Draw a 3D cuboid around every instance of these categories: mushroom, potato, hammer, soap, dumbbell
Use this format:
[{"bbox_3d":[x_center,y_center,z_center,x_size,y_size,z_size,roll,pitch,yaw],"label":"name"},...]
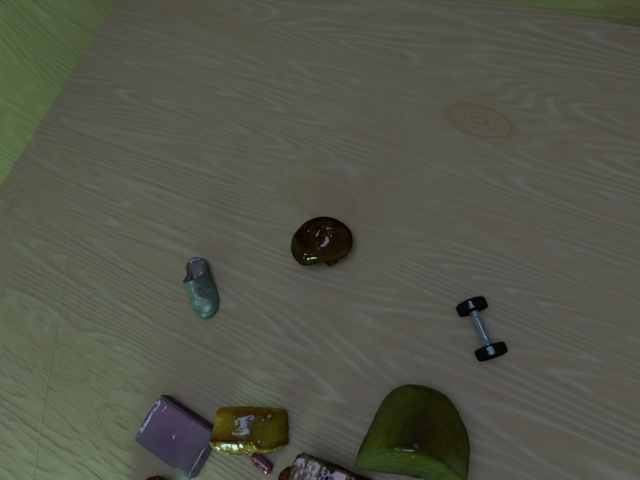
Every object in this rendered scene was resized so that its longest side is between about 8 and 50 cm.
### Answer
[{"bbox_3d":[-0.004,-0.005,1.861,0.231,0.138,0.194,-18,68,9],"label":"mushroom"},{"bbox_3d":[0.291,0.532,1.510,0.330,0.213,0.280,10,46,5],"label":"potato"},{"bbox_3d":[-0.198,0.743,1.718,0.083,0.043,0.043,30,82,23],"label":"hammer"},{"bbox_3d":[-0.496,0.682,1.800,0.259,0.081,0.181,24,79,20],"label":"soap"},{"bbox_3d":[0.512,0.281,1.641,0.100,0.100,0.191,-22,67,8],"label":"dumbbell"}]

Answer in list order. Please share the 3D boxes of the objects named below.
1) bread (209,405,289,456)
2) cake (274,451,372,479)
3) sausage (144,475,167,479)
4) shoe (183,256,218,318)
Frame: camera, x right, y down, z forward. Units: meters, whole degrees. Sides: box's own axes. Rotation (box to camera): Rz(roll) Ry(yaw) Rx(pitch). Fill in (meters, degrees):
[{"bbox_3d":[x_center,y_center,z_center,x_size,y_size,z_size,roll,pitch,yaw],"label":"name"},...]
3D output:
[{"bbox_3d":[-0.234,0.619,1.686,0.260,0.147,0.160,4,64,2],"label":"bread"},{"bbox_3d":[-0.008,0.769,1.580,0.293,0.196,0.198,17,76,24],"label":"cake"},{"bbox_3d":[-0.612,0.893,1.740,0.258,0.133,0.133,-28,67,4],"label":"sausage"},{"bbox_3d":[-0.465,0.169,1.955,0.103,0.100,0.251,-23,65,7],"label":"shoe"}]
